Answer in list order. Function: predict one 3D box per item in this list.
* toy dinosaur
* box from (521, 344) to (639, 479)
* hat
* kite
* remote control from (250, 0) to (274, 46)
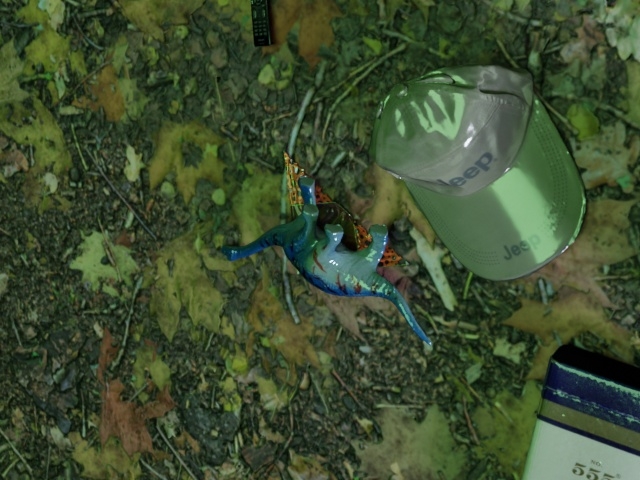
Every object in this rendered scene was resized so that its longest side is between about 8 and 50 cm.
[{"bbox_3d":[0.006,0.011,1.486,0.329,0.076,0.144,21,119,27],"label":"toy dinosaur"},{"bbox_3d":[0.322,0.266,1.373,0.168,0.071,0.259,19,108,24],"label":"box"},{"bbox_3d":[0.174,-0.074,1.355,0.214,0.149,0.245,-37,71,30],"label":"hat"},{"bbox_3d":[0.001,0.000,1.531,0.222,0.008,0.125,43,118,14],"label":"kite"},{"bbox_3d":[-0.074,-0.292,1.507,0.034,0.016,0.091,4,103,45],"label":"remote control"}]
